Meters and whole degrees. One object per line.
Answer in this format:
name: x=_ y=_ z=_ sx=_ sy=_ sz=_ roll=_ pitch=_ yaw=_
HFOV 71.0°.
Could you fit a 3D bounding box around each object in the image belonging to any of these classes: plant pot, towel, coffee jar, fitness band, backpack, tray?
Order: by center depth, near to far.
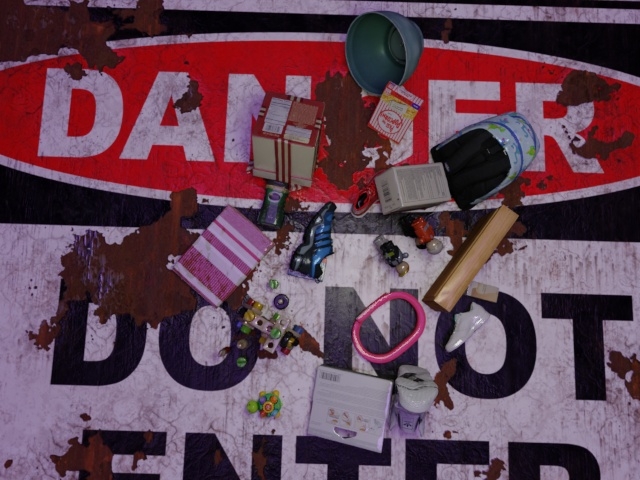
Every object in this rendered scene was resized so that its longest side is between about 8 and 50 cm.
backpack: x=0.583 y=-0.296 z=1.583 sx=0.273 sy=0.355 sz=0.290 roll=-26 pitch=83 yaw=-4
tray: x=0.526 y=0.070 z=1.611 sx=0.076 sy=0.203 sz=0.411 roll=38 pitch=84 yaw=5
fitness band: x=0.250 y=0.318 z=1.658 sx=0.290 sy=0.054 sz=0.209 roll=-38 pitch=87 yaw=-4
plant pot: x=0.265 y=-0.721 z=1.692 sx=0.196 sy=0.293 sz=0.293 roll=-33 pitch=83 yaw=-31
towel: x=-0.364 y=0.059 z=1.694 sx=0.237 sy=0.037 sz=0.329 roll=42 pitch=86 yaw=2
coffee jar: x=-0.174 y=-0.141 z=1.696 sx=0.096 sy=0.079 sz=0.185 roll=13 pitch=84 yaw=1

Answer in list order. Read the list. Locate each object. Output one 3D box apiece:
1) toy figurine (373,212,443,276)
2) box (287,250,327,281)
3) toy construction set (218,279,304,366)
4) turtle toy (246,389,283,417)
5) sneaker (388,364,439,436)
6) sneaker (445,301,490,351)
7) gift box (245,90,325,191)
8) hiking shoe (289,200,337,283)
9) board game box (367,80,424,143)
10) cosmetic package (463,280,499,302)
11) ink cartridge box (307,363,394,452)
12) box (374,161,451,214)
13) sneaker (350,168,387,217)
toy figurine: x=0.313 y=0.019 z=1.618 sx=0.209 sy=0.213 sz=0.148 roll=-38 pitch=101 yaw=-2
box: x=-0.049 y=0.098 z=1.693 sx=0.136 sy=0.027 sz=0.094 roll=11 pitch=82 yaw=1
toy construction set: x=-0.218 y=0.322 z=1.559 sx=0.308 sy=0.237 sz=0.258 roll=-35 pitch=84 yaw=-4
turtle toy: x=-0.200 y=0.593 z=1.610 sx=0.130 sy=0.066 sz=0.095 roll=-4 pitch=83 yaw=-1
sneaker: x=0.303 y=0.553 z=1.479 sx=0.137 sy=0.366 sz=0.211 roll=7 pitch=90 yaw=10
sneaker: x=0.520 y=0.317 z=1.654 sx=0.212 sy=0.080 sz=0.094 roll=-41 pitch=73 yaw=-12
gift box: x=-0.129 y=-0.340 z=1.624 sx=0.254 sy=0.258 sz=0.277 roll=15 pitch=62 yaw=3
hiking shoe: x=0.000 y=0.000 z=1.665 sx=0.132 sy=0.113 sz=0.304 roll=29 pitch=74 yaw=-8
board game box: x=0.279 y=-0.476 z=1.688 sx=0.146 sy=0.194 sz=0.045 roll=31 pitch=53 yaw=4
cosmetic package: x=0.601 y=0.191 z=1.678 sx=0.114 sy=0.041 sz=0.061 roll=13 pitch=83 yaw=1
ink cartridge box: x=0.107 y=0.586 z=1.586 sx=0.274 sy=0.060 sz=0.239 roll=8 pitch=84 yaw=15
box: x=0.336 y=-0.189 z=1.640 sx=0.232 sy=0.126 sz=0.149 roll=-9 pitch=83 yaw=-28
sneaker: x=0.199 y=-0.184 z=1.679 sx=0.087 sy=0.128 sz=0.221 roll=34 pitch=84 yaw=4
